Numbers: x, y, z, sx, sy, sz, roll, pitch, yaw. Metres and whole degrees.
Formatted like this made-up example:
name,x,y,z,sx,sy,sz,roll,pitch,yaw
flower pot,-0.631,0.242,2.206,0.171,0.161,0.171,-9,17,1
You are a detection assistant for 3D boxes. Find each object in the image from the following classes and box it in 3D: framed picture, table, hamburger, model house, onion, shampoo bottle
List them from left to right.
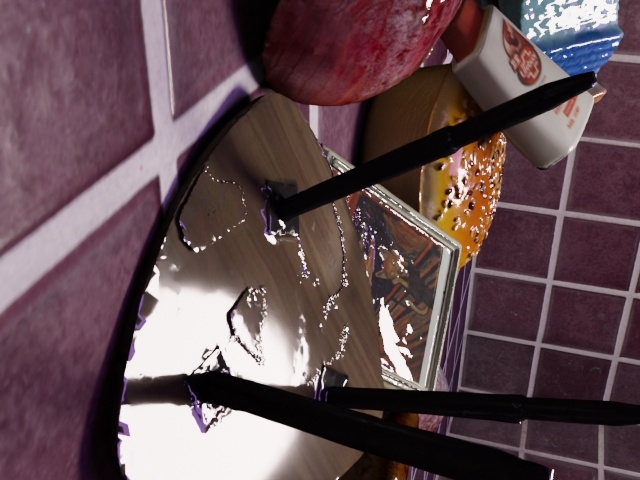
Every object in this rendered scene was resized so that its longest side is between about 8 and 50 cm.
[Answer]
name,x,y,z,sx,sy,sz,roll,pitch,yaw
framed picture,0.067,0.048,0.896,0.273,0.016,0.217,30,66,-42
onion,0.058,-0.223,0.617,0.227,0.120,0.284,-57,169,-33
table,0.057,0.066,0.526,0.317,0.249,0.318,9,79,-56
hamburger,0.159,-0.098,1.112,0.300,0.176,0.300,10,90,-74
shampoo bottle,0.216,-0.227,0.996,0.071,0.284,0.153,-31,-161,47
model house,0.289,-0.330,1.187,0.295,0.251,0.329,49,-22,53

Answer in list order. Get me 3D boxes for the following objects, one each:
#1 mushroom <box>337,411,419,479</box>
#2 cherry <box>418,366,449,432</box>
name,x,y,z,sx,sy,sz,roll,pitch,yaw
mushroom,0.018,0.190,0.905,0.227,0.147,0.218,-74,148,-61
cherry,0.101,0.222,1.145,0.176,0.140,0.176,-11,104,-53
